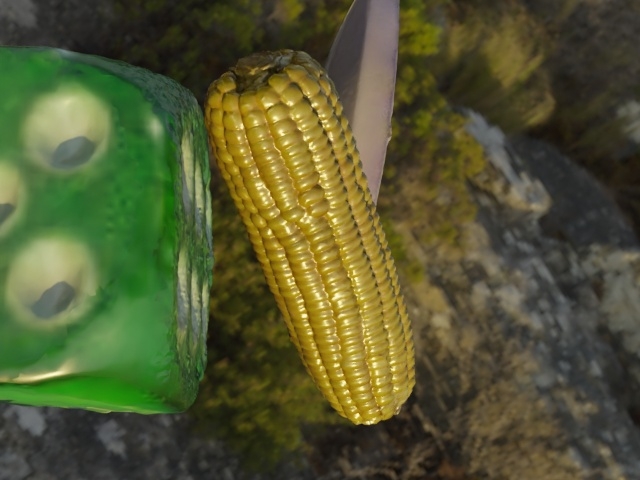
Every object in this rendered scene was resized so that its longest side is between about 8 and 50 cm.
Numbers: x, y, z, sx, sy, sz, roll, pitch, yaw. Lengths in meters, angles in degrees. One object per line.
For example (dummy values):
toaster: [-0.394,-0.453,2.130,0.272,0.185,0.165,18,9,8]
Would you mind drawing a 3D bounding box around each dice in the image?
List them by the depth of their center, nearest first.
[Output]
dice: [-0.250,0.004,1.133,0.297,0.300,0.287,74,20,-76]

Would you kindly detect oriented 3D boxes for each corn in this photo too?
corn: [0.000,0.000,0.730,0.231,0.080,0.080,69,28,-27]

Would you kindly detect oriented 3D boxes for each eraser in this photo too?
eraser: [0.019,-0.092,1.035,0.059,0.204,0.243,9,88,-4]
